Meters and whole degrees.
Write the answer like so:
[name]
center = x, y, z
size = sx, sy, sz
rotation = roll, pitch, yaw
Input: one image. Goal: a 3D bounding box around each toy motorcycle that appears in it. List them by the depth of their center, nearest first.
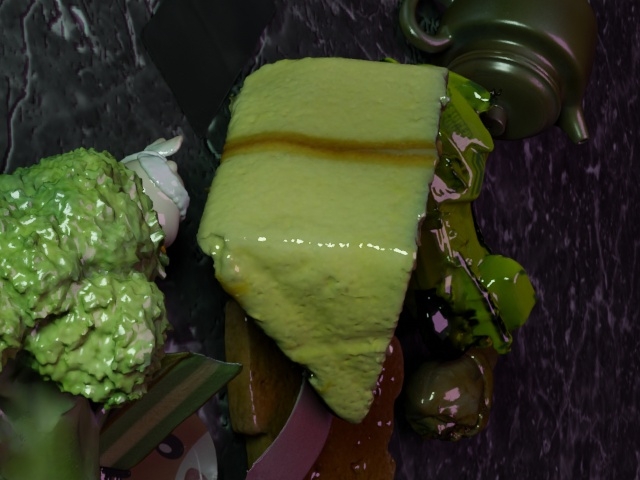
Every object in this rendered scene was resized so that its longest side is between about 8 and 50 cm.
[toy motorcycle]
center = 0.126, -0.046, 1.440
size = 0.206, 0.142, 0.342
rotation = -34, 113, -37

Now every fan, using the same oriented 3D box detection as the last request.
[fan]
center = -0.104, 0.211, 1.100
size = 0.226, 0.008, 0.152
rotation = 32, 58, -45

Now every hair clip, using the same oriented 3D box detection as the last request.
[hair clip]
center = -0.023, 0.175, 1.181
size = 0.054, 0.022, 0.137
rotation = 61, 42, -28

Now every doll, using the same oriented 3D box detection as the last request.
[doll]
center = -0.145, -0.030, 1.031
size = 0.084, 0.073, 0.127
rotation = 21, 67, -23

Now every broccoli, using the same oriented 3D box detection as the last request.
[broccoli]
center = -0.177, 0.095, 0.838
size = 0.254, 0.186, 0.302
rotation = -12, 91, -67

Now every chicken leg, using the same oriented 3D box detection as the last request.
[chicken leg]
center = 0.157, 0.162, 1.524
size = 0.227, 0.088, 0.103
rotation = -32, 104, -64

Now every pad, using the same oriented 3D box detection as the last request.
[pad]
center = -0.095, -0.194, 1.195
size = 0.116, 0.004, 0.193
rotation = 60, 39, -37

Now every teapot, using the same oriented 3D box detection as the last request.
[teapot]
center = 0.204, -0.200, 1.552
size = 0.267, 0.185, 0.175
rotation = 29, 55, -12

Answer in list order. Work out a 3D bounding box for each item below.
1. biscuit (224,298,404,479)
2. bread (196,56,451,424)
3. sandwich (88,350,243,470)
[biscuit]
center = -0.011, 0.148, 1.262
size = 0.301, 0.043, 0.278
rotation = 59, 42, -34
[bread]
center = 0.000, 0.000, 1.208
size = 0.236, 0.198, 0.263
rotation = 91, 10, -47
[sandwich]
center = -0.120, 0.127, 0.993
size = 0.074, 0.116, 0.074
rotation = 21, 66, -50
